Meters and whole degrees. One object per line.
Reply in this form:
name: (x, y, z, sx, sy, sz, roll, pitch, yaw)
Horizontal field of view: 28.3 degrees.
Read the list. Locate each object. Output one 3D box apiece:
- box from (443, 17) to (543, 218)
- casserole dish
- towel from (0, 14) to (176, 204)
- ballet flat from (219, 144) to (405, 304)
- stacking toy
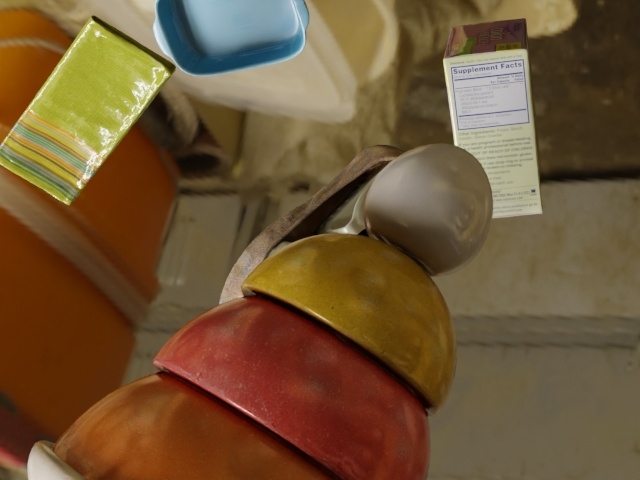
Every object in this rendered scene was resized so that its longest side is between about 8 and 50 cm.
box: (0.256, -0.180, 1.859, 0.117, 0.213, 0.243, -5, 111, 11)
casserole dish: (-0.097, -0.249, 1.423, 0.188, 0.037, 0.114, -8, 120, 21)
towel: (-0.251, -0.130, 1.332, 0.102, 0.021, 0.237, 29, 132, -20)
ballet flat: (0.000, 0.000, 1.544, 0.107, 0.316, 0.106, 44, 171, -19)
stacking toy: (0.007, 0.114, 1.117, 0.350, 0.480, 0.350, 33, 170, 7)
